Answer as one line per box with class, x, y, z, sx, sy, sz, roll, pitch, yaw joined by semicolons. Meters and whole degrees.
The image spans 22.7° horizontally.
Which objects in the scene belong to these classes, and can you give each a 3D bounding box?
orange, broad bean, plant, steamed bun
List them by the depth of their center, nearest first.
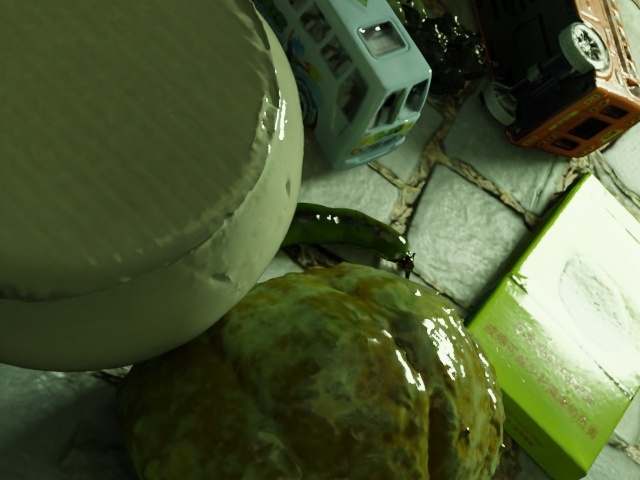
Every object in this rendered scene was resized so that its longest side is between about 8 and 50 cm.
steamed bun;-0.196;-0.061;1.286;0.374;0.241;0.374;0;59;-1
orange;0.010;0.132;1.340;0.368;0.210;0.271;-12;47;-41
broad bean;0.000;-0.005;1.543;0.226;0.039;0.069;10;62;-30
plant;0.105;-0.226;1.736;0.174;0.085;0.087;38;23;-2

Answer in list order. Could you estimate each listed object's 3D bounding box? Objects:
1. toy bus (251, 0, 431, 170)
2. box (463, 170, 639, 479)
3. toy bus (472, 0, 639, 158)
toy bus;-0.013;-0.239;1.617;0.109;0.136;0.330;-23;75;-39
box;0.268;0.083;1.664;0.187;0.047;0.335;45;48;-1
toy bus;0.261;-0.266;1.824;0.153;0.143;0.329;14;53;-39
